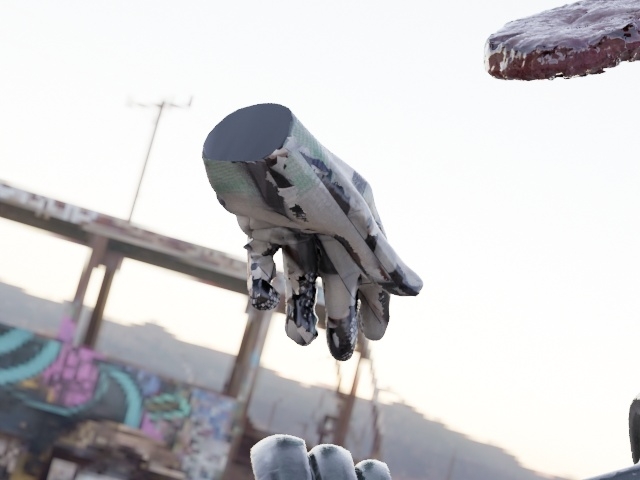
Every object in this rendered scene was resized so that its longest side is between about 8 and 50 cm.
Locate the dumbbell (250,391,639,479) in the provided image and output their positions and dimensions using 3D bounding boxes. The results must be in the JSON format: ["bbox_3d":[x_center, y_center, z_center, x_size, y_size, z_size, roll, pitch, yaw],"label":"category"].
[{"bbox_3d":[0.127,0.168,0.845,0.406,0.179,0.179,-13,-9,-3],"label":"dumbbell"}]

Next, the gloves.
[{"bbox_3d":[-0.002,-0.005,1.099,0.127,0.111,0.212,-21,-48,18],"label":"gloves"}]

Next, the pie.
[{"bbox_3d":[0.190,-0.148,1.042,0.154,0.036,0.154,-12,18,4],"label":"pie"}]
